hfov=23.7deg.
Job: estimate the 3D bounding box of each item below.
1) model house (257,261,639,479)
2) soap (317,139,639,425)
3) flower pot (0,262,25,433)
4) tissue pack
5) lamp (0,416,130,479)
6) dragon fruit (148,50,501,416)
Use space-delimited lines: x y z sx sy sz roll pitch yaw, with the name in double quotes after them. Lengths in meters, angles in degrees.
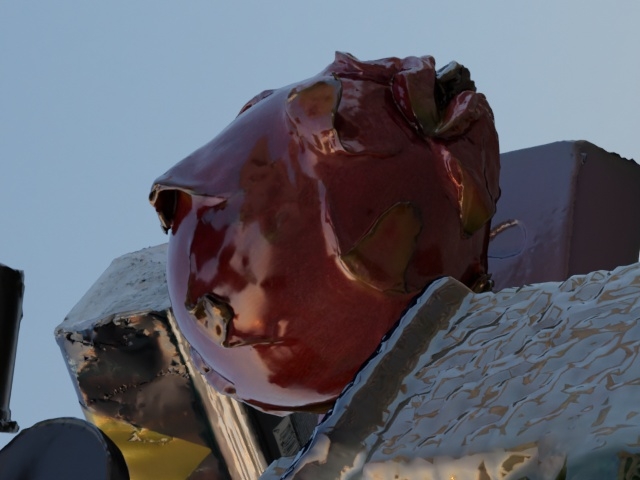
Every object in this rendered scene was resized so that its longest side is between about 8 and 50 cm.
0.105 0.177 0.741 0.243 0.284 0.298 -45 -59 -50 "model house"
0.134 0.081 1.301 0.107 0.285 0.296 21 -112 -38 "soap"
-0.253 0.052 0.946 0.157 0.157 0.107 28 -108 -65 "flower pot"
-0.144 0.219 1.985 0.264 0.253 0.416 -67 -38 -65 "tissue pack"
-0.119 0.278 0.928 0.108 0.130 0.371 -31 -52 -22 "lamp"
-0.003 0.002 1.141 0.250 0.315 0.250 32 -134 -41 "dragon fruit"
